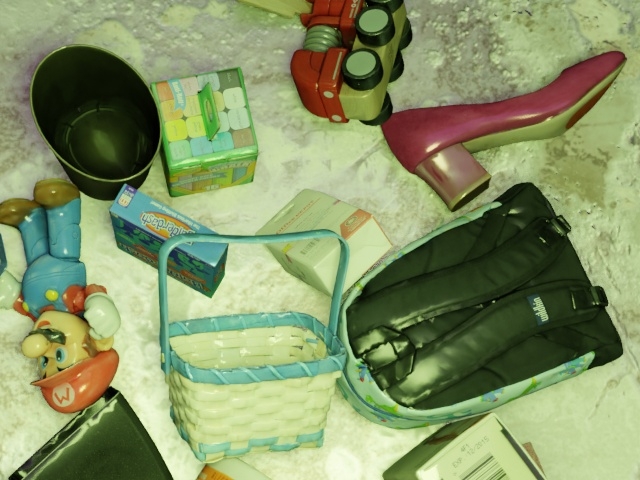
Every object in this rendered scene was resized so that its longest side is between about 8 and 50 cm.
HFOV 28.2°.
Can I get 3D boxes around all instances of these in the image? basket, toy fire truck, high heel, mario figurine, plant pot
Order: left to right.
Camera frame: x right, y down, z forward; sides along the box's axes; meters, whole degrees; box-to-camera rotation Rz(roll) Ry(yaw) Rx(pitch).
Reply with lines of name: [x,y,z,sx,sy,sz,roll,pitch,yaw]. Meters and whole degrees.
mario figurine: [-0.375,0.079,1.742,0.170,0.198,0.321,-10,74,-20]
basket: [-0.304,-0.145,1.776,0.154,0.227,0.204,-36,84,-12]
plant pot: [-0.292,0.321,1.707,0.187,0.188,0.167,-42,97,-13]
basket: [-0.094,0.128,1.647,0.254,0.201,0.289,0,110,-23]
toy fire truck: [-0.008,-0.301,1.887,0.246,0.158,0.217,6,62,18]
high heel: [0.277,-0.216,1.904,0.377,0.127,0.181,-35,76,-16]

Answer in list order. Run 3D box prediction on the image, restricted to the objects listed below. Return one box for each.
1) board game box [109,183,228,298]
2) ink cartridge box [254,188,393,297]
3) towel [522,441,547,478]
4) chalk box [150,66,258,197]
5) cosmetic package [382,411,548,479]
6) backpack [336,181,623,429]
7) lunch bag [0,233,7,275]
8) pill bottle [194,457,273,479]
board game box: [-0.207,0.005,1.760,0.160,0.210,0.047,28,75,2]
ink cartridge box: [0.000,0.000,1.821,0.115,0.198,0.067,-42,120,-12]
towel: [0.195,0.451,1.788,0.329,0.037,0.237,-20,81,-9]
chalk box: [-0.165,-0.156,1.798,0.132,0.213,0.132,-11,79,-8]
cosmetic package: [0.188,0.322,1.644,0.129,0.296,0.153,-36,86,-11]
backpack: [0.184,0.122,1.768,0.355,0.273,0.290,-24,81,-31]
lunch bag: [-0.467,0.024,1.740,0.067,0.065,0.098,-43,44,19]
pill bottle: [-0.151,0.494,1.650,0.224,0.224,0.392,33,76,2]
